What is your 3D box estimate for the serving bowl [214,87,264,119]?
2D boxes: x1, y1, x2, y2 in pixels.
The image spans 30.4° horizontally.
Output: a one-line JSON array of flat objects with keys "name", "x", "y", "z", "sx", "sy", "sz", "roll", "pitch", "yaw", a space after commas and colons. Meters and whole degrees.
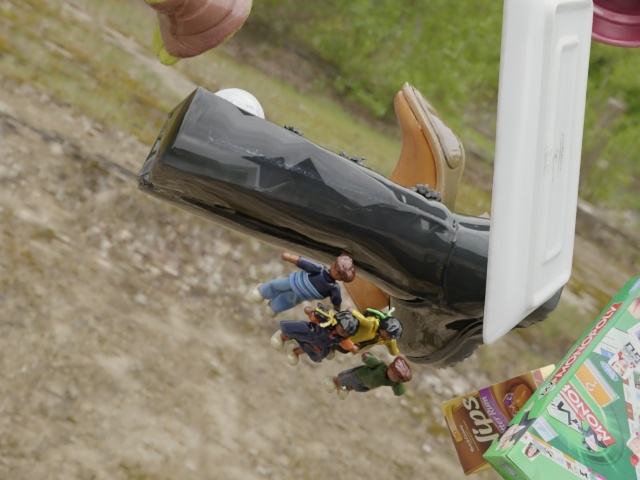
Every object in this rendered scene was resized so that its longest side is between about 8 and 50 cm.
[{"name": "serving bowl", "x": -0.107, "y": -0.136, "z": 1.366, "sx": 0.083, "sy": 0.083, "sz": 0.027, "roll": 34, "pitch": 13, "yaw": 16}]

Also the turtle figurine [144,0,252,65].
[{"name": "turtle figurine", "x": -0.119, "y": -0.171, "z": 0.448, "sx": 0.217, "sy": 0.087, "sz": 0.269, "roll": 24, "pitch": 39, "yaw": -45}]

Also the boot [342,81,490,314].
[{"name": "boot", "x": 0.101, "y": -0.051, "z": 1.609, "sx": 0.109, "sy": 0.220, "sz": 0.283, "roll": -11, "pitch": 77, "yaw": -64}]

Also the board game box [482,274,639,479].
[{"name": "board game box", "x": 0.314, "y": 0.211, "z": 0.977, "sx": 0.317, "sy": 0.213, "sz": 0.046, "roll": 46, "pitch": -19, "yaw": -4}]

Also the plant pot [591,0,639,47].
[{"name": "plant pot", "x": 0.378, "y": -0.357, "z": 1.387, "sx": 0.201, "sy": 0.201, "sz": 0.180, "roll": 30, "pitch": 47, "yaw": -3}]

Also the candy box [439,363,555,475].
[{"name": "candy box", "x": 0.256, "y": 0.248, "z": 1.611, "sx": 0.053, "sy": 0.187, "sz": 0.109, "roll": -11, "pitch": 77, "yaw": -40}]

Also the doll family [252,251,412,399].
[{"name": "doll family", "x": 0.021, "y": 0.083, "z": 1.148, "sx": 0.193, "sy": 0.111, "sz": 0.076, "roll": 37, "pitch": 50, "yaw": -34}]

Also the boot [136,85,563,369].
[{"name": "boot", "x": 0.001, "y": -0.001, "z": 1.344, "sx": 0.445, "sy": 0.146, "sz": 0.367, "roll": 18, "pitch": -24, "yaw": -15}]

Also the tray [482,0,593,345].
[{"name": "tray", "x": 0.164, "y": -0.066, "z": 0.862, "sx": 0.030, "sy": 0.270, "sz": 0.145, "roll": 9, "pitch": 16, "yaw": 28}]
